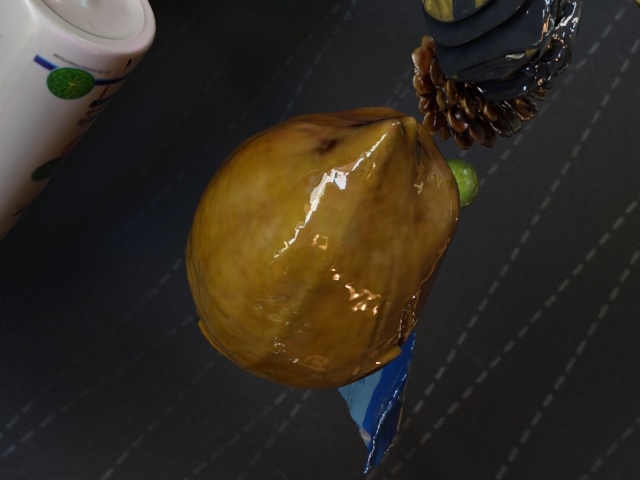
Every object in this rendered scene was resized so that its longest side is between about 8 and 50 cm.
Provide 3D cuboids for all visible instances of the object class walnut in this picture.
[{"bbox_3d":[0.000,0.000,0.522,0.209,0.209,0.336,-33,167,-26],"label":"walnut"}]

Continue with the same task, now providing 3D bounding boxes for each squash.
[{"bbox_3d":[0.321,-0.127,1.599,0.118,0.118,0.370,-58,168,8],"label":"squash"}]

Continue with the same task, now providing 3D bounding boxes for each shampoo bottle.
[{"bbox_3d":[-0.227,-0.064,0.463,0.092,0.092,0.303,-2,151,-49],"label":"shampoo bottle"}]

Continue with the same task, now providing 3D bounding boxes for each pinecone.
[{"bbox_3d":[0.301,-0.295,1.268,0.264,0.264,0.264,-30,140,-29],"label":"pinecone"}]

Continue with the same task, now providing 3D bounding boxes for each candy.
[{"bbox_3d":[0.077,0.189,0.948,0.331,0.077,0.187,172,-65,-86],"label":"candy"}]

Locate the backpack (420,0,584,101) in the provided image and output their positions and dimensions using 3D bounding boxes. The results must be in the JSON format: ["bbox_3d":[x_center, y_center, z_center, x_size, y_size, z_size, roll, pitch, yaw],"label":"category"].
[{"bbox_3d":[0.178,-0.268,0.669,0.133,0.206,0.259,-2,88,-25],"label":"backpack"}]

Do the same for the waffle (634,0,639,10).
[{"bbox_3d":[0.444,-0.447,0.923,0.302,0.325,0.068,-9,172,-32],"label":"waffle"}]
